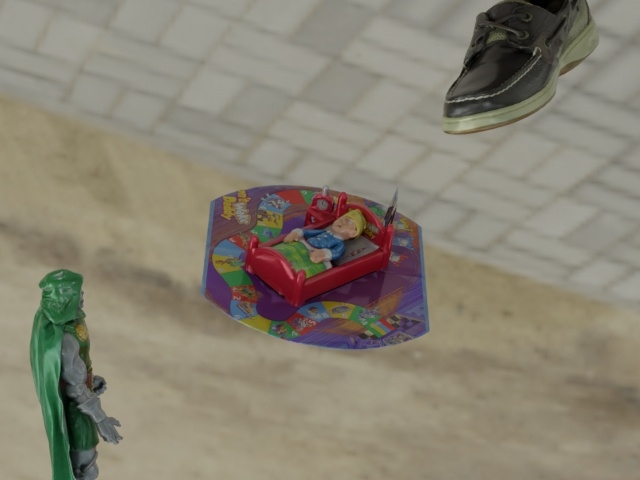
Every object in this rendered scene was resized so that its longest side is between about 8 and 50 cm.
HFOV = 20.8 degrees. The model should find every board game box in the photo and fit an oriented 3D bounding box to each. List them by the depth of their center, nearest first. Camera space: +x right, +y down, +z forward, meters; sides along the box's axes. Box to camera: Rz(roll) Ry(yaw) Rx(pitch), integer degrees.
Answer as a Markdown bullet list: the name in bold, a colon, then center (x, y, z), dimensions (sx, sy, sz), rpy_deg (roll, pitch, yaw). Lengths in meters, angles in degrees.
- **board game box**: center (0.000, 0.000, 1.030), dimensions (0.133, 0.169, 0.033), rpy_deg (9, 122, -5)

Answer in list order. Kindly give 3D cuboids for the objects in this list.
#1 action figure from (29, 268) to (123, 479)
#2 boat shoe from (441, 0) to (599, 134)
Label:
- **action figure**: center (-0.188, 0.128, 1.327), dimensions (0.063, 0.137, 0.232), rpy_deg (-8, 116, -12)
- **boat shoe**: center (0.097, -0.098, 0.882), dimensions (0.056, 0.152, 0.049), rpy_deg (-6, 112, 28)
